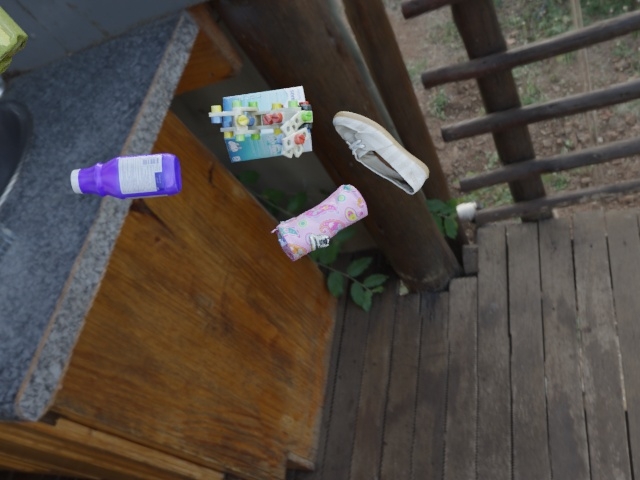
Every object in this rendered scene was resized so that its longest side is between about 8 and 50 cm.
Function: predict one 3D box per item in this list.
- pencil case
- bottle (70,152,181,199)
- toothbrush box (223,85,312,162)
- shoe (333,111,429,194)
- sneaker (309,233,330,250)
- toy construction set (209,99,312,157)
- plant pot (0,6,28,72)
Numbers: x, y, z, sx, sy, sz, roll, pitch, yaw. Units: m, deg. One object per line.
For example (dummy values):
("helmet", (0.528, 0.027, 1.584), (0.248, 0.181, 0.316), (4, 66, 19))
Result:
("pencil case", (-0.001, -0.055, 1.695), (0.284, 0.124, 0.124), (-32, 46, -9))
("bottle", (-0.532, -0.172, 1.565), (0.283, 0.092, 0.118), (-6, 86, -2))
("toothbrush box", (-0.190, -0.417, 2.037), (0.296, 0.126, 0.216), (-10, 56, 0))
("shoe", (0.111, -0.168, 1.095), (0.058, 0.219, 0.076), (-58, 7, -22))
("sneaker", (0.000, 0.000, 1.107), (0.037, 0.083, 0.031), (-3, 98, 8))
("toy construction set", (-0.148, -0.348, 1.679), (0.328, 0.215, 0.151), (23, 113, 35))
("plant pot", (-0.754, -0.436, 1.139), (0.276, 0.254, 0.276), (-36, 27, 22))
